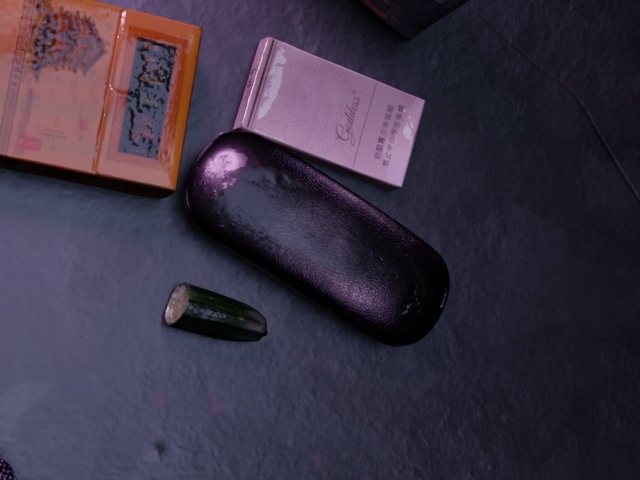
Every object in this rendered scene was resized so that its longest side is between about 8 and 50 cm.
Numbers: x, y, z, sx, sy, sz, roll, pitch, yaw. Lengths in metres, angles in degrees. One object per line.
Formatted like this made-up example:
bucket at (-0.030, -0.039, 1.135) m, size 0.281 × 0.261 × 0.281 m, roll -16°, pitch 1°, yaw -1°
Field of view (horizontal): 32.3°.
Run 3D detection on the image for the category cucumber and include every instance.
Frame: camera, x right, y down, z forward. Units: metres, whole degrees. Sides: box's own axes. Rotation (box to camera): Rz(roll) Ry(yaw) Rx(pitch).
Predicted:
cucumber at (-0.104, 0.078, 1.139) m, size 0.105 × 0.048 × 0.048 m, roll 17°, pitch 79°, yaw -20°

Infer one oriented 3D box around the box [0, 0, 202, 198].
box at (-0.267, -0.153, 1.090) m, size 0.274 × 0.076 × 0.174 m, roll 11°, pitch 82°, yaw -18°

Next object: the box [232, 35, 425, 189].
box at (0.012, -0.138, 1.210) m, size 0.198 × 0.029 × 0.109 m, roll 19°, pitch 79°, yaw -18°

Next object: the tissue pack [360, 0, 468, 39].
tissue pack at (0.038, -0.357, 1.135) m, size 0.316 × 0.228 × 0.103 m, roll 39°, pitch 74°, yaw -11°

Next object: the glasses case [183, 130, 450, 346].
glasses case at (0.000, 0.000, 1.167) m, size 0.314 × 0.075 × 0.122 m, roll 32°, pitch 77°, yaw -14°

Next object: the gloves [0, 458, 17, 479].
gloves at (-0.366, 0.195, 1.022) m, size 0.129 × 0.106 × 0.180 m, roll -26°, pitch 65°, yaw -21°
